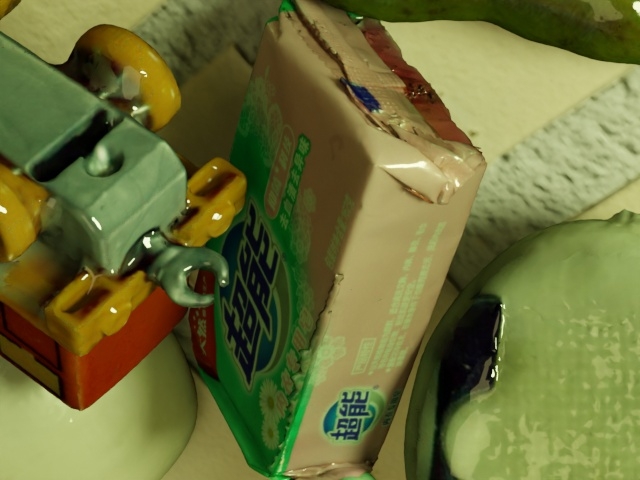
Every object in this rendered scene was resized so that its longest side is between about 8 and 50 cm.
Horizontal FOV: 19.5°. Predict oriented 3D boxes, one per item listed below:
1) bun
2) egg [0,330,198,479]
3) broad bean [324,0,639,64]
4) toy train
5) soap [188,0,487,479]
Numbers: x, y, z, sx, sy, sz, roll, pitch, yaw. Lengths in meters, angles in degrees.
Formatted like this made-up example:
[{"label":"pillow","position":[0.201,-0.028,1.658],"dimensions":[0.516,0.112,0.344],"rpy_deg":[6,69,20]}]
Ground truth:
[{"label":"bun","position":[0.203,0.127,1.168],"dimensions":[0.293,0.187,0.293],"rpy_deg":[3,98,24]},{"label":"egg","position":[-0.237,0.133,1.349],"dimensions":[0.286,0.174,0.264],"rpy_deg":[-21,115,27]},{"label":"broad bean","position":[0.114,-0.151,1.096],"dimensions":[0.339,0.061,0.077],"rpy_deg":[13,132,15]},{"label":"toy train","position":[-0.204,-0.041,1.189],"dimensions":[0.369,0.163,0.232],"rpy_deg":[33,146,21]},{"label":"soap","position":[0.002,0.000,1.179],"dimensions":[0.098,0.218,0.273],"rpy_deg":[-3,131,-26]}]
